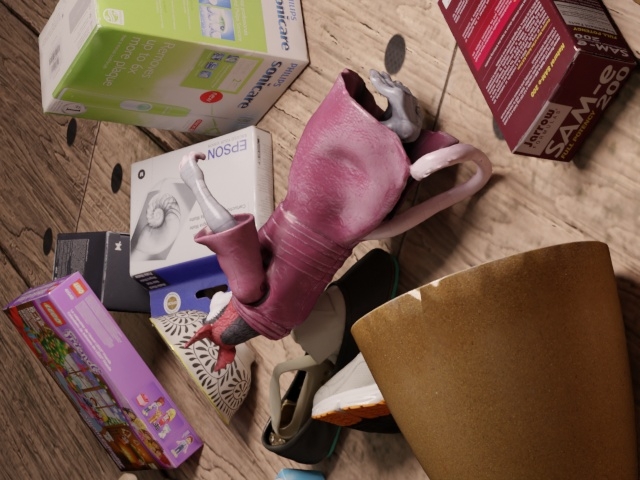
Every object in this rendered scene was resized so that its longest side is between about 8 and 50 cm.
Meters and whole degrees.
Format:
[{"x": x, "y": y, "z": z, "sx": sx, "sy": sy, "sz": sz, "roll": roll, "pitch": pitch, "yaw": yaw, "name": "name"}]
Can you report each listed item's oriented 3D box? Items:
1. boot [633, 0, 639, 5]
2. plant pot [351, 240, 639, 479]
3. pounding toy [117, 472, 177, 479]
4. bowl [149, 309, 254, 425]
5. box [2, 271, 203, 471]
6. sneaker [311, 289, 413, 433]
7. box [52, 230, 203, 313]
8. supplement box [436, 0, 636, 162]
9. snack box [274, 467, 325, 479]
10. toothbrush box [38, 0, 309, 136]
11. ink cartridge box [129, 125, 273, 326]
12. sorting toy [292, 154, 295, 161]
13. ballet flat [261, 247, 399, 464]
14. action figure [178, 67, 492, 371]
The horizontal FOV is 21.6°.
[{"x": 0.261, "y": -0.281, "z": 1.510, "sx": 0.115, "sy": 0.112, "sz": 0.305, "roll": 84, "pitch": 162, "yaw": -48, "name": "boot"}, {"x": 0.176, "y": 0.160, "z": 1.450, "sx": 0.237, "sy": 0.237, "sz": 0.254, "roll": -35, "pitch": 69, "yaw": 55, "name": "plant pot"}, {"x": -0.306, "y": 0.422, "z": 2.335, "sx": 0.269, "sy": 0.155, "sz": 0.154, "roll": -40, "pitch": 45, "yaw": 52, "name": "pounding toy"}, {"x": -0.136, "y": 0.144, "z": 2.127, "sx": 0.080, "sy": 0.170, "sz": 0.170, "roll": -37, "pitch": 32, "yaw": -7, "name": "bowl"}, {"x": -0.302, "y": 0.185, "z": 2.300, "sx": 0.293, "sy": 0.057, "sz": 0.201, "roll": 55, "pitch": 151, "yaw": -10, "name": "box"}, {"x": 0.084, "y": 0.122, "z": 1.752, "sx": 0.262, "sy": 0.099, "sz": 0.121, "roll": -30, "pitch": 51, "yaw": 48, "name": "sneaker"}, {"x": -0.271, "y": 0.047, "z": 2.354, "sx": 0.207, "sy": 0.153, "sz": 0.108, "roll": -1, "pitch": 83, "yaw": 63, "name": "box"}, {"x": 0.200, "y": -0.203, "z": 1.606, "sx": 0.130, "sy": 0.073, "sz": 0.239, "roll": -60, "pitch": 35, "yaw": 37, "name": "supplement box"}, {"x": -0.013, "y": 0.438, "z": 1.884, "sx": 0.187, "sy": 0.060, "sz": 0.322, "roll": -62, "pitch": 35, "yaw": 35, "name": "snack box"}, {"x": -0.189, "y": -0.241, "z": 2.121, "sx": 0.206, "sy": 0.283, "sz": 0.122, "roll": -44, "pitch": 48, "yaw": 50, "name": "toothbrush box"}, {"x": -0.156, "y": -0.016, "z": 2.180, "sx": 0.223, "sy": 0.045, "sz": 0.224, "roll": -15, "pitch": 70, "yaw": 35, "name": "ink cartridge box"}, {"x": -0.003, "y": -0.086, "z": 1.996, "sx": 0.102, "sy": 0.042, "sz": 0.061, "roll": 10, "pitch": 94, "yaw": 62, "name": "sorting toy"}, {"x": 0.003, "y": 0.134, "z": 1.880, "sx": 0.095, "sy": 0.096, "sz": 0.280, "roll": 52, "pitch": 129, "yaw": 55, "name": "ballet flat"}, {"x": 0.000, "y": 0.000, "z": 1.786, "sx": 0.276, "sy": 0.248, "sz": 0.370, "roll": 38, "pitch": 99, "yaw": 30, "name": "action figure"}]
